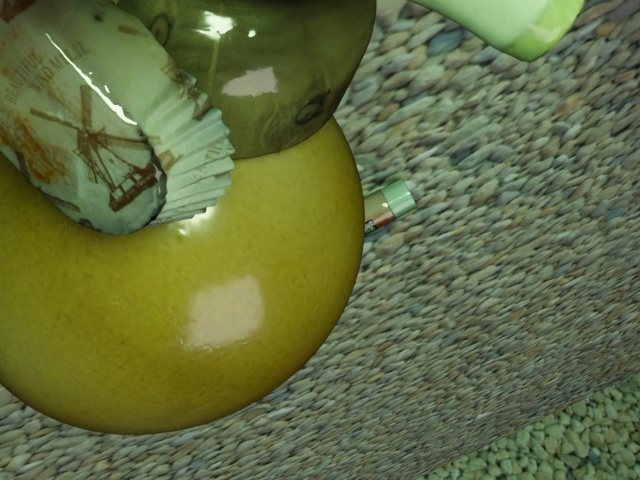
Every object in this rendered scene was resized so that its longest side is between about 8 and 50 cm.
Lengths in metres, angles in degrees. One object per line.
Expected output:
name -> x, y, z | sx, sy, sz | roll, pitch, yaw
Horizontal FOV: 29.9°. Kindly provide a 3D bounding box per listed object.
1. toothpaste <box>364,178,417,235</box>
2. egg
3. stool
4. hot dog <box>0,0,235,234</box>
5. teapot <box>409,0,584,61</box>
toothpaste -> 0.000, 0.000, 1.212 | 0.205, 0.036, 0.056 | -28, 160, 6
egg -> -0.114, 0.003, 0.787 | 0.250, 0.250, 0.322 | -8, 160, -43
stool -> -0.028, -0.187, 0.580 | 0.179, 0.179, 0.264 | -17, 154, -29
hot dog -> -0.144, -0.102, 0.564 | 0.131, 0.252, 0.069 | -32, -167, 47
teapot -> -0.059, -0.212, 0.316 | 0.239, 0.322, 0.239 | 78, 29, -67
